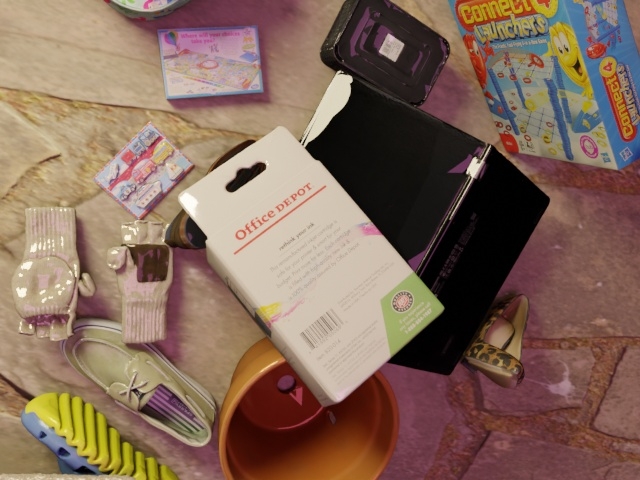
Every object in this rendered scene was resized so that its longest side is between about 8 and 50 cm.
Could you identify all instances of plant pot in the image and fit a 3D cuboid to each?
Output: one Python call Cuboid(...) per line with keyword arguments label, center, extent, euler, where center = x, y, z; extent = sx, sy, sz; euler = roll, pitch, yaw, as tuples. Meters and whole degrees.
Cuboid(label="plant pot", center=(-0.039, 0.284, 1.025), extent=(0.290, 0.203, 0.291), euler=(-4, 103, -16))

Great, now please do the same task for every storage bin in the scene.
Cuboid(label="storage bin", center=(0.105, -0.310, 0.993), extent=(0.180, 0.084, 0.122), euler=(26, 95, -21))

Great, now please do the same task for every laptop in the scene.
Cuboid(label="laptop", center=(0.138, -0.009, 1.049), extent=(0.407, 0.236, 0.382), euler=(23, 98, -46))

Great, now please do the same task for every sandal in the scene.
Cuboid(label="sandal", center=(-0.375, 0.383, 0.996), extent=(0.138, 0.126, 0.317), euler=(-39, 109, 0))

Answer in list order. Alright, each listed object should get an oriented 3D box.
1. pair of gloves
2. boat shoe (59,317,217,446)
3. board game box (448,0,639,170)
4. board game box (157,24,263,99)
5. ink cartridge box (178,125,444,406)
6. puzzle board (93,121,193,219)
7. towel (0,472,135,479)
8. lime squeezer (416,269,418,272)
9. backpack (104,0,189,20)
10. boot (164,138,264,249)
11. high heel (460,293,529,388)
Cuboid(label="pair of gloves", center=(-0.344, 0.057, 0.937), extent=(0.239, 0.042, 0.204), euler=(9, 84, -27))
Cuboid(label="boat shoe", center=(-0.289, 0.233, 0.996), extent=(0.302, 0.094, 0.109), euler=(38, 90, -20))
Cuboid(label="board game box", center=(0.356, -0.279, 0.955), extent=(0.086, 0.308, 0.302), euler=(-30, 109, -6))
Cuboid(label="board game box", center=(-0.171, -0.279, 0.948), extent=(0.154, 0.026, 0.104), euler=(-7, 105, -15))
Cuboid(label="ink cartridge box", center=(-0.023, 0.035, 0.874), extent=(0.207, 0.119, 0.353), euler=(-37, 82, -18))
Cuboid(label="puzzle board", center=(-0.281, -0.110, 0.964), extent=(0.128, 0.011, 0.096), euler=(-45, 110, -2))
Cuboid(label="towel", center=(-0.424, 0.434, 0.928), extent=(0.281, 0.049, 0.187), euler=(8, 113, -14))
Cuboid(label="lime squeezer", center=(0.200, 0.027, 1.114), extent=(0.109, 0.059, 0.311), euler=(-26, 108, -9))
Cuboid(label="backpack", center=(-0.224, -0.433, 0.820), extent=(0.253, 0.191, 0.225), euler=(-36, 111, 0))
Cuboid(label="boot", center=(-0.175, -0.074, 0.974), extent=(0.082, 0.106, 0.219), euler=(47, 57, -24))
Cuboid(label="high heel", center=(0.345, 0.165, 1.088), extent=(0.093, 0.261, 0.186), euler=(39, 84, 2))
